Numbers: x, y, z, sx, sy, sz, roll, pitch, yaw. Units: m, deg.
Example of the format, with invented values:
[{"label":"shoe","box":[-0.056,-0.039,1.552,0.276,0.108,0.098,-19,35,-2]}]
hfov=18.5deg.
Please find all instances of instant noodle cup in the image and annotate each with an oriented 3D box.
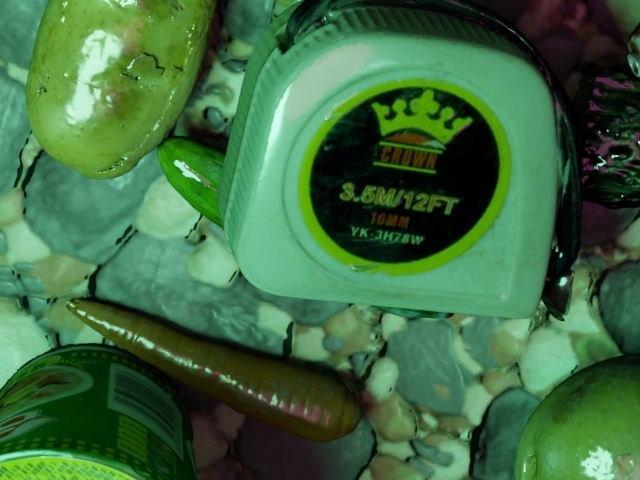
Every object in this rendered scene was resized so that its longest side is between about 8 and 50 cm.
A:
[{"label":"instant noodle cup","box":[-0.160,0.172,1.270,0.207,0.233,0.207,0,111,0]}]

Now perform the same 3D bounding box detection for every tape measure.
[{"label":"tape measure","box":[0.065,-0.061,1.215,0.235,0.115,0.207,6,114,-17]}]

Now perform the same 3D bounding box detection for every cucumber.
[{"label":"cucumber","box":[0.000,0.000,1.300,0.250,0.056,0.056,28,109,-9]},{"label":"cucumber","box":[0.338,-0.048,1.264,0.359,0.096,0.096,7,111,-2]}]

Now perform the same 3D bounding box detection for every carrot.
[{"label":"carrot","box":[-0.075,0.085,1.341,0.216,0.048,0.048,22,110,-4]}]

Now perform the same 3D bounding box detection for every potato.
[{"label":"potato","box":[0.256,0.171,1.319,0.251,0.159,0.174,11,135,-14]},{"label":"potato","box":[-0.126,-0.122,1.238,0.107,0.080,0.170,29,110,1]}]

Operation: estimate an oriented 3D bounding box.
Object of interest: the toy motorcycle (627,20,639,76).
[{"label":"toy motorcycle","box":[0.189,-0.173,1.199,0.122,0.082,0.213,-25,89,-4]}]

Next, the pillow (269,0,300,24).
[{"label":"pillow","box":[0.023,-0.144,1.251,0.113,0.038,0.203,11,112,-5]}]
